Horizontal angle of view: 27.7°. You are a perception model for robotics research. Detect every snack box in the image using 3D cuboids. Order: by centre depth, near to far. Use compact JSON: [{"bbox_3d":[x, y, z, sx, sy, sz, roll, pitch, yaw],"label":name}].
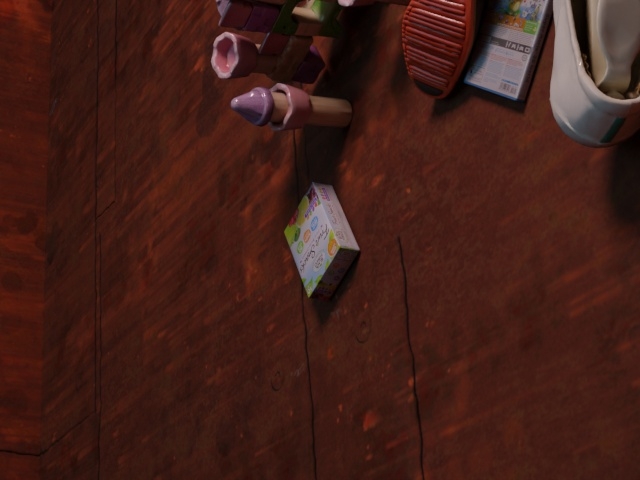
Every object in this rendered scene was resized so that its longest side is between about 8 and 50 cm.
[{"bbox_3d":[0.000,0.000,1.820,0.100,0.037,0.141,-60,34,33],"label":"snack box"}]

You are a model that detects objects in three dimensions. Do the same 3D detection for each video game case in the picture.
[{"bbox_3d":[0.226,-0.253,1.519,0.119,0.015,0.166,35,111,60],"label":"video game case"}]

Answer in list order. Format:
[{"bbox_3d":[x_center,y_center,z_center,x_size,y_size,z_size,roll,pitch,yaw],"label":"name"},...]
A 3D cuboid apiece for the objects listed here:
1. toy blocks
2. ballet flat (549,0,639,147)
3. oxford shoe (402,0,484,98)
[{"bbox_3d":[-0.073,-0.341,1.784,0.288,0.260,0.309,-58,46,35],"label":"toy blocks"},{"bbox_3d":[0.286,-0.294,1.279,0.139,0.139,0.400,-12,76,59],"label":"ballet flat"},{"bbox_3d":[0.169,-0.300,1.571,0.097,0.098,0.271,28,129,24],"label":"oxford shoe"}]
